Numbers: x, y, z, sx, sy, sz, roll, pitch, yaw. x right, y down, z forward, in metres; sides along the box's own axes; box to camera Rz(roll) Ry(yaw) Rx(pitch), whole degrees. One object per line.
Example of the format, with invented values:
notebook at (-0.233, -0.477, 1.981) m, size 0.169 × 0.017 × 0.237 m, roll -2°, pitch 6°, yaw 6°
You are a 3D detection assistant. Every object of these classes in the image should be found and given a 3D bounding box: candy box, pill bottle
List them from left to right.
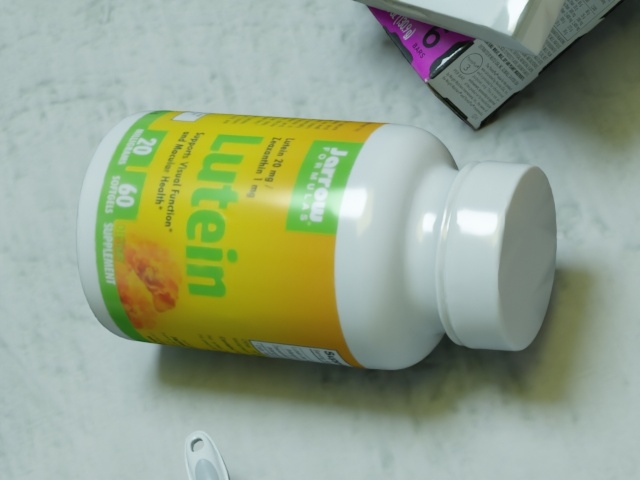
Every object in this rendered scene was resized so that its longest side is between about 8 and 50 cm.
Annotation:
pill bottle at (0.000, 0.000, 1.040) m, size 0.245 × 0.136 × 0.136 m, roll 5°, pitch 59°, yaw 24°
candy box at (0.130, -0.204, 1.139) m, size 0.233 × 0.071 × 0.159 m, roll -41°, pitch 51°, yaw 10°

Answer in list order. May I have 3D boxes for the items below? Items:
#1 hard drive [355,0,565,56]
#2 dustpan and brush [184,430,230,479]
hard drive at (0.118, -0.270, 1.078) m, size 0.203 × 0.040 × 0.308 m, roll 25°, pitch 89°, yaw 48°
dustpan and brush at (-0.035, 0.189, 0.970) m, size 0.147 × 0.060 × 0.211 m, roll -26°, pitch 43°, yaw 4°
